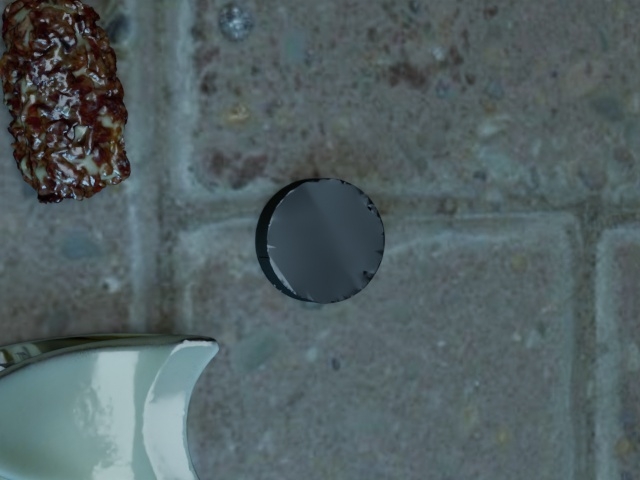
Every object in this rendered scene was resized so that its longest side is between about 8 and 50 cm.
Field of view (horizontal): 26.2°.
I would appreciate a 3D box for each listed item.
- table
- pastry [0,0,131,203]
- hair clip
[{"bbox_3d":[0.000,0.000,1.462,0.133,0.043,0.134,0,91,-19],"label":"table"},{"bbox_3d":[-0.253,-0.141,1.349,0.115,0.097,0.209,-7,91,-29],"label":"pastry"},{"bbox_3d":[-0.251,0.175,1.350,0.282,0.113,0.173,2,90,-24],"label":"hair clip"}]
